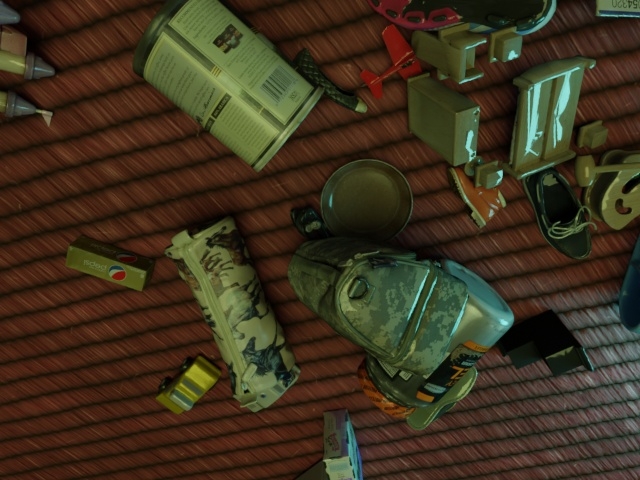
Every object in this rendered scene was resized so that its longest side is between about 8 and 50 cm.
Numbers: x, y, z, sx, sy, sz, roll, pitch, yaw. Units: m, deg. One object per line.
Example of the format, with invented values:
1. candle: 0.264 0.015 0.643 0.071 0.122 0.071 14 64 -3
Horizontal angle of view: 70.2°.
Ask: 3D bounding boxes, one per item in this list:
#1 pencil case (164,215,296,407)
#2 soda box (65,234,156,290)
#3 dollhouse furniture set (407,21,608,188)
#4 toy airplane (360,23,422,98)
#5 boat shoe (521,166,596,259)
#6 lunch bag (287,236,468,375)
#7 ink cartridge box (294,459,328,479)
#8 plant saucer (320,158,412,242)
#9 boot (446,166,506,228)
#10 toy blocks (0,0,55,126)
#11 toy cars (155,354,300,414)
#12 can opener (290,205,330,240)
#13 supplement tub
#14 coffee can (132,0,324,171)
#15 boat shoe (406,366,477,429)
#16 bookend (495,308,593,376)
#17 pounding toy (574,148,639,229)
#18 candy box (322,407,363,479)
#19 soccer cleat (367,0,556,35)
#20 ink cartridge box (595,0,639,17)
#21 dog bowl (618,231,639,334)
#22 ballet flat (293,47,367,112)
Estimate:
1. pencil case: -0.194 0.146 1.004 0.159 0.183 0.410 -20 105 7
2. soda box: -0.485 0.052 1.055 0.181 0.061 0.058 19 113 -6
3. dollhouse furniture set: 0.359 -0.290 0.855 0.355 0.174 0.303 -21 132 -10
4. toy airplane: 0.140 -0.330 0.873 0.151 0.028 0.151 1 137 1
5. boat shoe: 0.515 -0.054 0.966 0.095 0.079 0.254 -27 109 12
6. lunch bag: 0.088 0.101 0.883 0.256 0.305 0.213 25 86 -23
7. ink cartridge box: 0.052 0.861 1.321 0.384 0.160 0.279 42 108 -14
8. plant saucer: 0.099 -0.082 0.992 0.198 0.036 0.199 0 112 1
9. boot: 0.331 -0.108 0.966 0.084 0.059 0.158 -37 115 12
10. toy blocks: -0.626 -0.368 0.830 0.260 0.309 0.289 4 131 -35
11. toy cars: -0.246 0.386 1.173 0.393 0.087 0.177 -3 113 3
12. can opener: 0.000 0.000 1.022 0.059 0.073 0.186 -35 116 -1
13. supplement tub: 0.243 0.225 1.024 0.207 0.207 0.338 31 111 -11
14. coffee can: -0.160 -0.288 0.826 0.275 0.201 0.201 39 109 -14
15. boat shoe: 0.313 0.392 1.169 0.228 0.068 0.081 -48 64 14
16. bookend: 0.507 0.258 1.055 0.156 0.157 0.072 -29 108 12
17. pounding toy: 0.637 -0.096 0.902 0.269 0.155 0.154 -1 109 2
18. candy box: 0.061 0.578 1.200 0.070 0.165 0.196 -12 112 6
19. soccer cleat: 0.240 -0.423 0.813 0.331 0.143 0.116 21 114 19
20. ink cartridge box: 0.508 -0.496 0.690 0.324 0.071 0.330 -7 99 -19
21. dog bowl: 0.726 0.076 0.975 0.074 0.166 0.297 8 114 12
22. ballet flat: 0.023 -0.306 0.889 0.173 0.057 0.049 33 112 -11
